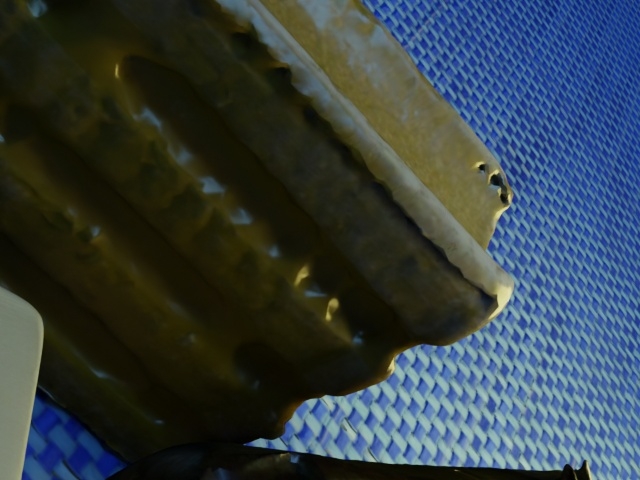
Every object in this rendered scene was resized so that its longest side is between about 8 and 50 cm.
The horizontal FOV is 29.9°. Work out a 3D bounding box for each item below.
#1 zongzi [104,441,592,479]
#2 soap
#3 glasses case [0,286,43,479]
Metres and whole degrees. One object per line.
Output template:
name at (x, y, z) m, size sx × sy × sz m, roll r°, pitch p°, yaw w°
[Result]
zongzi at (0.037, 0.331, 0.666) m, size 0.403 × 0.208 × 0.432 m, roll 18°, pitch 60°, yaw -44°
soap at (-0.099, -0.044, 0.671) m, size 0.335 × 0.293 × 0.156 m, roll 45°, pitch 32°, yaw -21°
glasses case at (-0.200, 0.162, 0.509) m, size 0.070 × 0.131 × 0.312 m, roll 35°, pitch 40°, yaw -35°
